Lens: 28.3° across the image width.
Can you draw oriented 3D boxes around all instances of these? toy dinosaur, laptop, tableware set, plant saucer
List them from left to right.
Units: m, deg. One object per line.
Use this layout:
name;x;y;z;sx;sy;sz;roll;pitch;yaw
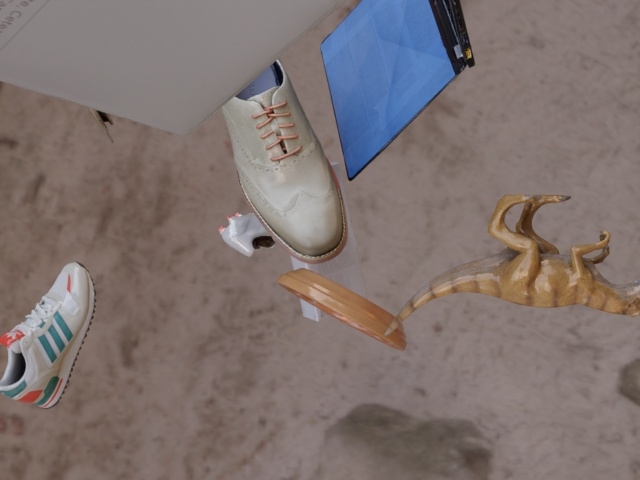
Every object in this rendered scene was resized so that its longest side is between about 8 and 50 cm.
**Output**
tableware set;-0.402;-0.269;2.190;0.039;0.194;0.128;-34;44;-9
plant saucer;0.034;0.090;1.738;0.200;0.200;0.037;25;83;37
laptop;0.079;-0.386;1.950;0.236;0.408;0.382;-16;43;5
toy dinosaur;0.145;0.022;0.938;0.211;0.064;0.112;1;93;15

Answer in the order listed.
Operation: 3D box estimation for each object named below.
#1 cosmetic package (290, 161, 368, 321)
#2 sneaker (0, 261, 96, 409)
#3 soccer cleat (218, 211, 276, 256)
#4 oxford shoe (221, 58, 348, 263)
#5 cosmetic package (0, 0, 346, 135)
cosmetic package;0.000;0.000;2.037;0.060;0.099;0.239;13;117;60
sneaker;-0.294;0.097;1.343;0.057;0.075;0.161;19;90;48
soccer cleat;-0.089;-0.024;2.093;0.076;0.196;0.068;45;128;11
oxford shoe;-0.075;-0.151;1.885;0.140;0.146;0.397;-25;74;-5
cosmetic package;-0.172;-0.325;0.868;0.327;0.393;0.329;-35;55;36
